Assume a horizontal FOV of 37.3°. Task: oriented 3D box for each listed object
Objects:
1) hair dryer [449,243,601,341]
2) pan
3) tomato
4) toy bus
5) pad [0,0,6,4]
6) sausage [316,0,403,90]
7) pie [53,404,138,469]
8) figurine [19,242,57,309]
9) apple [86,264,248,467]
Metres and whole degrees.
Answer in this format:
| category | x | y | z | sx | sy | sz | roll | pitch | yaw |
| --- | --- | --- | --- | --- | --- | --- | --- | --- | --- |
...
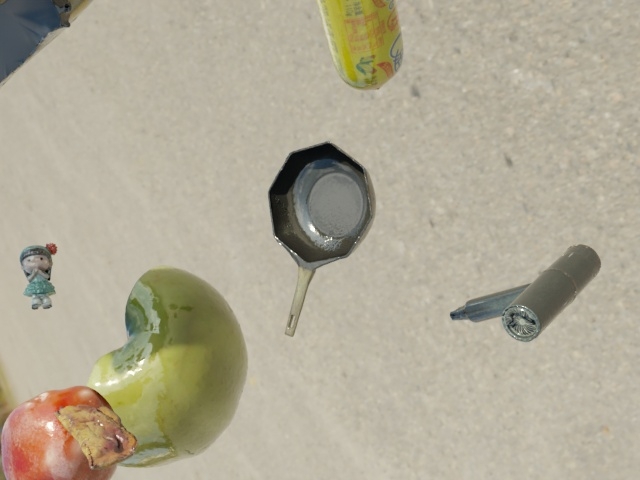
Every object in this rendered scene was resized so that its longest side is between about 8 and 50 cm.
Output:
| category | x | y | z | sx | sy | sz | roll | pitch | yaw |
| --- | --- | --- | --- | --- | --- | --- | --- | --- | --- |
| hair dryer | 0.206 | 0.079 | 1.088 | 0.195 | 0.173 | 0.050 | -26 | 92 | 42 |
| pan | -0.012 | -0.009 | 1.057 | 0.128 | 0.048 | 0.202 | 41 | 108 | 28 |
| tomato | -0.391 | 0.305 | 1.412 | 0.151 | 0.187 | 0.187 | -87 | -4 | -51 |
| toy bus | -0.453 | -0.346 | 1.369 | 0.386 | 0.162 | 0.171 | -20 | 122 | 46 |
| pad | -0.387 | -0.397 | 1.109 | 0.315 | 0.375 | 0.063 | 22 | 145 | 31 |
| sausage | 0.057 | -0.372 | 1.496 | 0.123 | 0.123 | 0.347 | 49 | 165 | 43 |
| pie | -0.291 | 0.256 | 1.254 | 0.170 | 0.092 | 0.034 | 28 | 110 | 50 |
| figurine | -0.441 | 0.056 | 1.500 | 0.047 | 0.060 | 0.106 | 107 | 153 | -70 |
| apple | -0.284 | 0.249 | 1.791 | 0.311 | 0.320 | 0.360 | 61 | -179 | 34 |
